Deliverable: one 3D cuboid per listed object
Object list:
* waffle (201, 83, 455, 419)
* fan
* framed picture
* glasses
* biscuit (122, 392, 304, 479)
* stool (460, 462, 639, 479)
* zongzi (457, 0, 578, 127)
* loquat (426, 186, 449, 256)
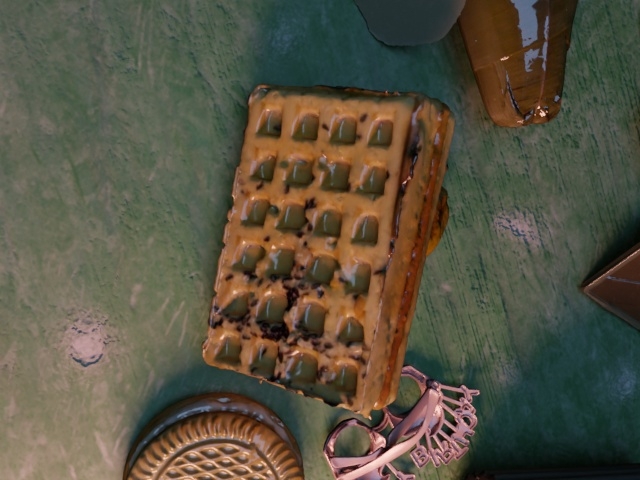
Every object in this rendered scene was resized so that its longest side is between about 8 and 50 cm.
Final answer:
[{"bbox_3d":[0.000,0.000,0.933,0.261,0.114,0.376,12,90,28],"label":"waffle"},{"bbox_3d":[0.162,-0.366,0.955,0.010,0.310,0.182,-40,103,-48],"label":"fan"},{"bbox_3d":[0.546,0.084,1.116,0.260,0.189,0.023,31,40,-13],"label":"framed picture"},{"bbox_3d":[0.124,0.285,1.047,0.255,0.095,0.162,-41,109,-7],"label":"glasses"},{"bbox_3d":[-0.137,0.331,0.987,0.259,0.079,0.259,0,92,-14],"label":"biscuit"},{"bbox_3d":[0.377,0.442,1.018,0.330,0.297,0.297,-2,92,-17],"label":"stool"},{"bbox_3d":[0.334,-0.321,1.052,0.300,0.145,0.274,-23,99,-14],"label":"zongzi"},{"bbox_3d":[0.116,-0.029,1.017,0.113,0.137,0.137,40,82,15],"label":"loquat"}]
